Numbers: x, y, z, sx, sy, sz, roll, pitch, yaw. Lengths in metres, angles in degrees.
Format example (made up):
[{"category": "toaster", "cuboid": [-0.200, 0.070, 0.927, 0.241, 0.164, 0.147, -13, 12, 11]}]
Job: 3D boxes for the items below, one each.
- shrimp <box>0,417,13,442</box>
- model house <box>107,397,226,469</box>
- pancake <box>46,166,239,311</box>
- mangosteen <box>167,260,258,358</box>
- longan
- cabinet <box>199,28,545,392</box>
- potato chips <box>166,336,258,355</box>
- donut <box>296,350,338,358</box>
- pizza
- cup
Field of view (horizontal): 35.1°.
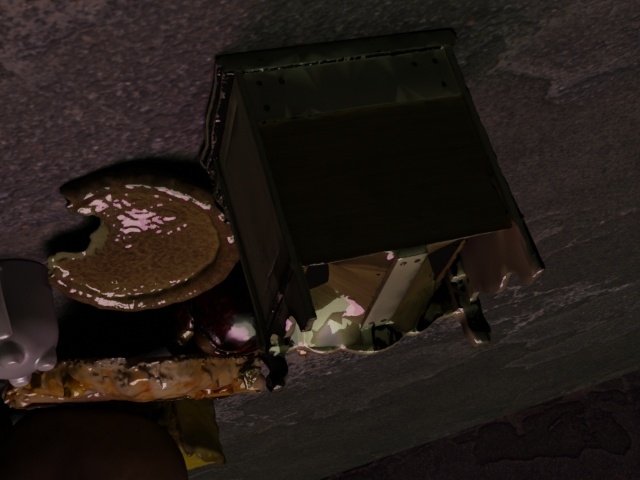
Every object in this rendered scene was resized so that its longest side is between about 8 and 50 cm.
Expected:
[{"category": "shrimp", "cuboid": [-0.631, 0.436, 1.907, 0.047, 0.223, 0.126, 25, -178, -15]}, {"category": "model house", "cuboid": [-0.335, 0.405, 2.042, 0.234, 0.175, 0.193, -27, 157, 12]}, {"category": "pancake", "cuboid": [-0.240, 0.008, 1.325, 0.288, 0.033, 0.286, -23, 143, 20]}, {"category": "mangosteen", "cuboid": [-0.138, 0.086, 1.506, 0.184, 0.173, 0.172, 8, 175, 37]}, {"category": "longan", "cuboid": [-0.415, 0.445, 1.798, 0.360, 0.361, 0.361, -15, 157, -7]}, {"category": "cabinet", "cuboid": [0.046, -0.032, 1.154, 0.289, 0.318, 0.227, -11, 156, -18]}, {"category": "potato chips", "cuboid": [-0.168, 0.190, 1.829, 0.208, 0.062, 0.195, -4, 155, -33]}, {"category": "donut", "cuboid": [0.060, 0.125, 1.773, 0.253, 0.118, 0.253, -14, 154, -7]}, {"category": "pizza", "cuboid": [-0.277, 0.232, 1.675, 0.391, 0.080, 0.435, 4, 170, -38]}, {"category": "cup", "cuboid": [-0.414, 0.109, 1.365, 0.134, 0.142, 0.173, 3, 149, -39]}]
